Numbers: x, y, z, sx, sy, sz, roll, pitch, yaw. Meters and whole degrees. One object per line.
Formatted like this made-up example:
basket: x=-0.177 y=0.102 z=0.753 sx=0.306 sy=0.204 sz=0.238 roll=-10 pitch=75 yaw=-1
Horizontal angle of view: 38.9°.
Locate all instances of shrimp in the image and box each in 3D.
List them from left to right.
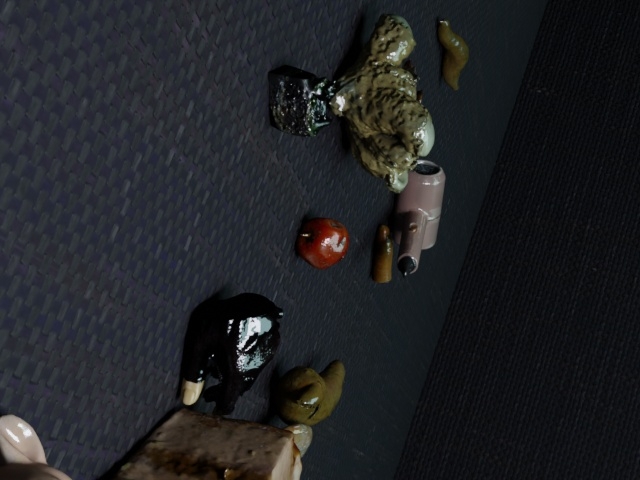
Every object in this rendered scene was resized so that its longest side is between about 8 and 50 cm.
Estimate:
shrimp: x=-0.075 y=0.371 z=1.585 sx=0.126 sy=0.047 sz=0.223 roll=-21 pitch=155 yaw=-15

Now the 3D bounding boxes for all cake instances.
cake: x=-0.145 y=0.333 z=1.150 sx=0.293 sy=0.198 sz=0.196 roll=-52 pitch=147 yaw=-60

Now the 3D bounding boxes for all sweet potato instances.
sweet potato: x=-0.023 y=0.277 z=1.614 sx=0.124 sy=0.098 sz=0.310 roll=-45 pitch=167 yaw=6
sweet potato: x=0.305 y=-0.438 z=2.075 sx=0.069 sy=0.059 sz=0.249 roll=-33 pitch=153 yaw=-4

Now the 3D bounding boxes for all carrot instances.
carrot: x=0.139 y=0.028 z=1.995 sx=0.048 sy=0.048 sz=0.139 roll=-52 pitch=150 yaw=-51

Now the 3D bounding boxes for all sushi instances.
sushi: x=-0.026 y=-0.185 z=1.227 sx=0.056 sy=0.084 sz=0.083 roll=-41 pitch=145 yaw=-59

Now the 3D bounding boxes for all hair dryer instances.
hair dryer: x=0.204 y=-0.024 z=1.947 sx=0.344 sy=0.106 sz=0.189 roll=-73 pitch=170 yaw=-59

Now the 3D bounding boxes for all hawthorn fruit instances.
hawthorn fruit: x=0.000 y=0.000 z=1.495 sx=0.093 sy=0.093 sz=0.093 roll=16 pitch=90 yaw=-73

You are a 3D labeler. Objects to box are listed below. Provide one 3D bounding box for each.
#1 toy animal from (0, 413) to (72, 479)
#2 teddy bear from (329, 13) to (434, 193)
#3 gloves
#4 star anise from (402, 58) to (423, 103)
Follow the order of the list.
toy animal: x=-0.284 y=0.277 z=0.743 sx=0.165 sy=0.149 sz=0.248 roll=-65 pitch=173 yaw=17
teddy bear: x=0.109 y=-0.205 z=1.516 sx=0.256 sy=0.156 sz=0.267 roll=62 pitch=17 yaw=-60
gloves: x=-0.117 y=0.171 z=1.223 sx=0.129 sy=0.106 sz=0.181 roll=-44 pitch=142 yaw=-62
star anise: x=0.168 y=-0.256 z=1.822 sx=0.157 sy=0.053 sz=0.212 roll=-14 pitch=117 yaw=-70
